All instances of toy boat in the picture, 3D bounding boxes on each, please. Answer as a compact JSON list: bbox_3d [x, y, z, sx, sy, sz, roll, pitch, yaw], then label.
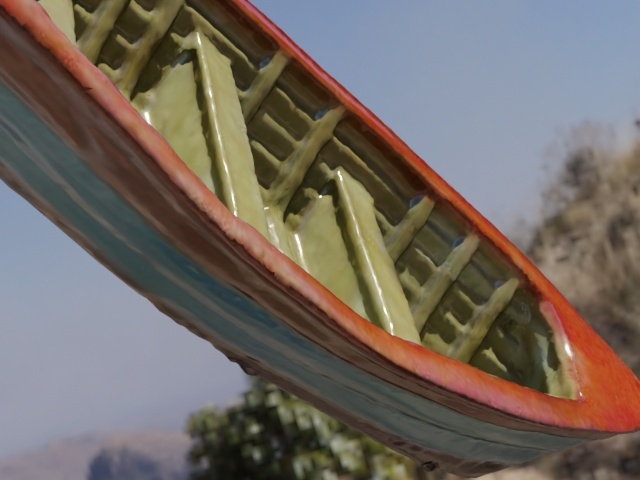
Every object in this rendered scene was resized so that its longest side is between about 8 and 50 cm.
[{"bbox_3d":[0.000,0.000,0.574,0.079,0.136,0.392,-30,-41,20],"label":"toy boat"}]
